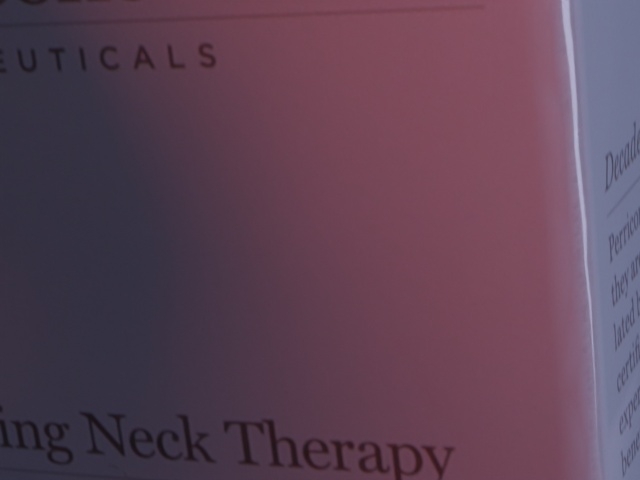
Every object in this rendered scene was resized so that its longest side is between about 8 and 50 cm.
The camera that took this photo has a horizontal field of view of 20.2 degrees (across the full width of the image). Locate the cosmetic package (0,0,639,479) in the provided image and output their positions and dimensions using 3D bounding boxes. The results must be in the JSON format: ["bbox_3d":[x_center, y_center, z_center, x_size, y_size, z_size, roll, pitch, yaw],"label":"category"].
[{"bbox_3d":[0.000,0.000,0.802,0.327,0.329,0.393,-42,129,-61],"label":"cosmetic package"}]
